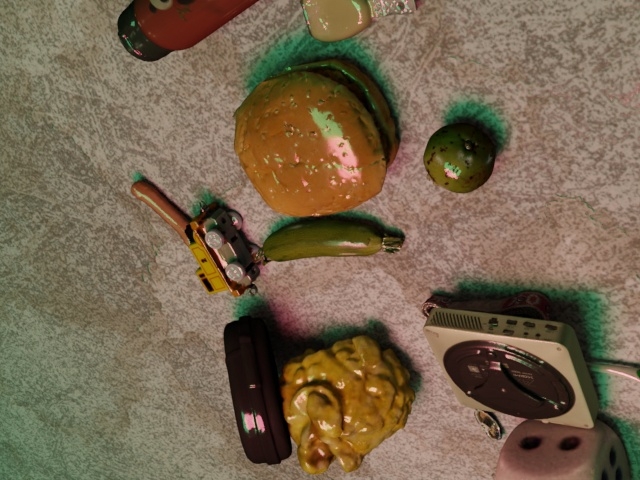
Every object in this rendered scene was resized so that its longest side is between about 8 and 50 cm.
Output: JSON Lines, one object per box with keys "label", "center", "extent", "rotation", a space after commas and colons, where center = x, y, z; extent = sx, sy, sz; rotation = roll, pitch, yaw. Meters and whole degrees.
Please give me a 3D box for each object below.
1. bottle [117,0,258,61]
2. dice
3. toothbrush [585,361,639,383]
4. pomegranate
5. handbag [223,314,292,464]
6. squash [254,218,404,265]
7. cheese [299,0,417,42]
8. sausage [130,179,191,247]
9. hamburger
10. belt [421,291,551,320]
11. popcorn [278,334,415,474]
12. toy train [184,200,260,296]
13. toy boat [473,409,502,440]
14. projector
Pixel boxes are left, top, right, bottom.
{"label": "bottle", "center": [-0.206, -0.397, 1.573], "extent": [0.336, 0.144, 0.144], "rotation": [-25, 106, 44]}
{"label": "dice", "center": [0.434, 0.435, 1.723], "extent": [0.192, 0.194, 0.193], "rotation": [-5, 117, 37]}
{"label": "toothbrush", "center": [0.575, 0.234, 1.587], "extent": [0.418, 0.042, 0.040], "rotation": [4, 133, 33]}
{"label": "pomegranate", "center": [0.214, -0.123, 1.529], "extent": [0.114, 0.114, 0.142], "rotation": [41, 158, 1]}
{"label": "handbag", "center": [-0.130, 0.297, 1.933], "extent": [0.093, 0.308, 0.253], "rotation": [-13, 150, -1]}
{"label": "squash", "center": [-0.001, -0.001, 1.777], "extent": [0.319, 0.071, 0.080], "rotation": [-5, 158, 32]}
{"label": "cheese", "center": [0.061, -0.358, 1.495], "extent": [0.192, 0.037, 0.097], "rotation": [3, 124, 32]}
{"label": "sausage", "center": [-0.309, -0.053, 1.956], "extent": [0.186, 0.043, 0.043], "rotation": [43, 134, 0]}
{"label": "hamburger", "center": [-0.017, -0.164, 1.619], "extent": [0.283, 0.144, 0.259], "rotation": [-19, 113, 46]}
{"label": "belt", "center": [0.290, 0.129, 1.691], "extent": [0.232, 0.053, 0.071], "rotation": [-2, 124, 34]}
{"label": "popcorn", "center": [0.050, 0.312, 1.866], "extent": [0.250, 0.235, 0.241], "rotation": [-27, 87, 30]}
{"label": "toy train", "center": [-0.200, 0.023, 1.903], "extent": [0.127, 0.089, 0.219], "rotation": [-18, 110, 34]}
{"label": "toy boat", "center": [0.318, 0.351, 1.846], "extent": [0.038, 0.038, 0.083], "rotation": [-24, 108, 42]}
{"label": "projector", "center": [0.328, 0.227, 1.666], "extent": [0.257, 0.079, 0.259], "rotation": [4, 141, 33]}
